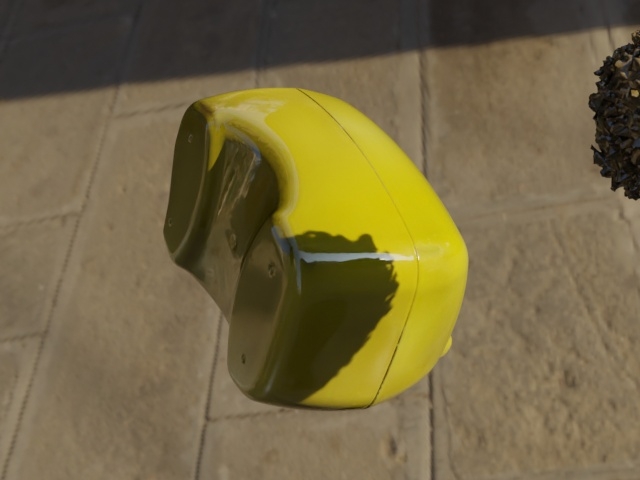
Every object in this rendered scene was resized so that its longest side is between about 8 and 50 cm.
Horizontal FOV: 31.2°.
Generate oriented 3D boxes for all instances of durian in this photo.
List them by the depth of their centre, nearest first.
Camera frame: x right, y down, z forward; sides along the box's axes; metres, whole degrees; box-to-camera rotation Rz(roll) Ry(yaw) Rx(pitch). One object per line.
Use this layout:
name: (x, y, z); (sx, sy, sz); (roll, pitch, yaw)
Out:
durian: (0.137, -0.041, 0.400); (0.091, 0.080, 0.080); (27, 58, 21)

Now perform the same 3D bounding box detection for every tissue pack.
tissue pack: (0.000, 0.000, 0.611); (0.127, 0.123, 0.178); (-4, 38, -28)
